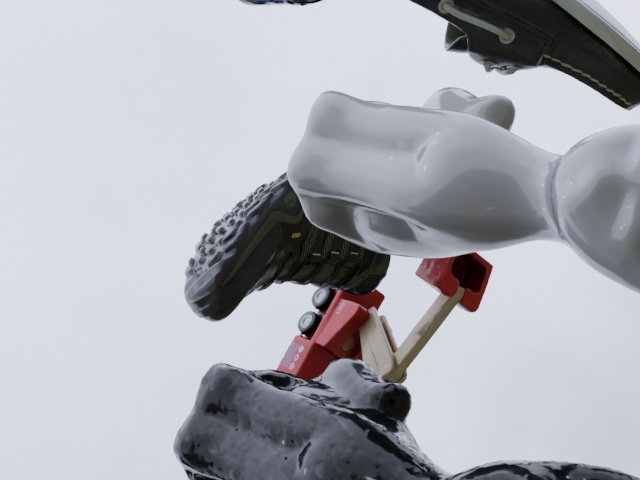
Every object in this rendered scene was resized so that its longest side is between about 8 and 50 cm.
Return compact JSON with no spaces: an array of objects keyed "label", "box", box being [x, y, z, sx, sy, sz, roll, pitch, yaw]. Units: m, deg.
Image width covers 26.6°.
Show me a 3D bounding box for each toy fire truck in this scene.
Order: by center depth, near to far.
[{"label":"toy fire truck","box":[0.039,0.080,1.055,0.047,0.135,0.192,36,-102,-34]}]

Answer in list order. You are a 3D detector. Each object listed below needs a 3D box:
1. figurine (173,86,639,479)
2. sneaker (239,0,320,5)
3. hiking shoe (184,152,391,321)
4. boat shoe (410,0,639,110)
[{"label":"figurine","box":[0.061,0.037,0.531,0.092,0.209,0.215,26,-97,-37]},{"label":"sneaker","box":[-0.019,-0.235,0.712,0.090,0.232,0.081,-13,-18,24]},{"label":"hiking shoe","box":[0.000,0.000,0.968,0.227,0.114,0.086,-44,11,-37]},{"label":"boat shoe","box":[0.114,-0.172,0.953,0.302,0.114,0.091,34,-74,-15]}]
